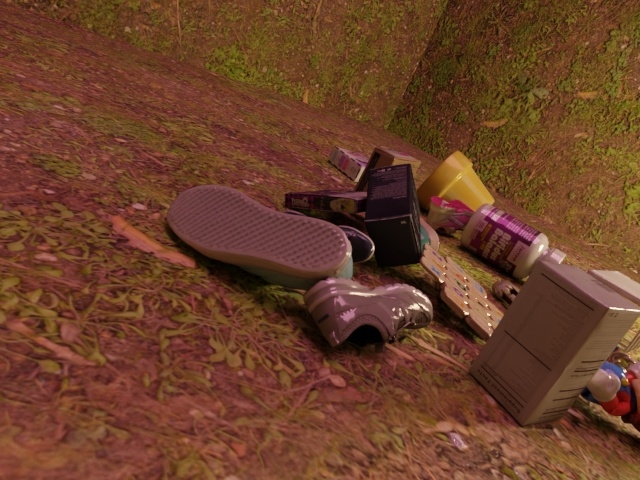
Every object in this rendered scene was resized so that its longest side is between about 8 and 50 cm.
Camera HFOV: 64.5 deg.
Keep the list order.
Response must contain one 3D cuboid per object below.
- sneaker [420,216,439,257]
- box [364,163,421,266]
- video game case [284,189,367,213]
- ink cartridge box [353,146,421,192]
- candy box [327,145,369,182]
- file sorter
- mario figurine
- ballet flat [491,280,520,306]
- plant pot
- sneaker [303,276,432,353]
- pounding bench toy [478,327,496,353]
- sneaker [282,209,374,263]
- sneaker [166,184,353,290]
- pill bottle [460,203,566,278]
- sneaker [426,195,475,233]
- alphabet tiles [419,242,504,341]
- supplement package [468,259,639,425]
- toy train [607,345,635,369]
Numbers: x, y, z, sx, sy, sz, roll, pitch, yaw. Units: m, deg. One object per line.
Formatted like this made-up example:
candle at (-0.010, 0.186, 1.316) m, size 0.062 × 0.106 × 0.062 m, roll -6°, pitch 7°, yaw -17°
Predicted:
sneaker at (0.205, -0.045, 1.408) m, size 0.120 × 0.108 × 0.302 m, roll 10°, pitch 19°, yaw -24°
box at (0.178, -0.062, 1.222) m, size 0.108 × 0.153 × 0.207 m, roll -7°, pitch 39°, yaw 16°
video game case at (0.051, -0.108, 1.368) m, size 0.210 × 0.042 × 0.232 m, roll 8°, pitch 11°, yaw 26°
ink cartridge box at (0.222, -0.205, 1.705) m, size 0.088 × 0.193 × 0.234 m, roll 35°, pitch 21°, yaw 25°
candy box at (0.151, -0.293, 2.026) m, size 0.164 × 0.070 × 0.196 m, roll 7°, pitch 27°, yaw -41°
file sorter at (0.849, 0.206, 1.443) m, size 0.277 × 0.173 × 0.192 m, roll 4°, pitch 27°, yaw -46°
mario figurine at (0.579, 0.261, 0.974) m, size 0.320 × 0.170 × 0.198 m, roll 24°, pitch 53°, yaw 20°
ballet flat at (0.509, 0.148, 1.344) m, size 0.052 × 0.057 × 0.168 m, roll 47°, pitch 4°, yaw -35°
plant pot at (0.527, -0.176, 1.956) m, size 0.239 × 0.254 × 0.254 m, roll 45°, pitch 24°, yaw 11°
sneaker at (0.093, 0.142, 0.863) m, size 0.281 × 0.105 × 0.115 m, roll 9°, pitch 51°, yaw -38°
pounding bench toy at (0.359, 0.209, 1.008) m, size 0.083 × 0.065 × 0.052 m, roll 7°, pitch 27°, yaw -40°
sneaker at (-0.001, 0.002, 1.051) m, size 0.226 × 0.086 × 0.163 m, roll 17°, pitch 8°, yaw 6°
sneaker at (-0.111, 0.016, 0.909) m, size 0.365 × 0.135 × 0.150 m, roll 21°, pitch -27°, yaw 24°
pill bottle at (0.628, 0.020, 1.658) m, size 0.301 × 0.169 × 0.169 m, roll 34°, pitch 22°, yaw 26°
sneaker at (0.461, -0.080, 1.788) m, size 0.252 × 0.111 × 0.103 m, roll 8°, pitch 28°, yaw -34°
alphabet tiles at (0.334, 0.125, 1.172) m, size 0.278 × 0.021 × 0.284 m, roll 42°, pitch 20°, yaw 1°
supplement package at (0.395, 0.175, 0.871) m, size 0.133 × 0.244 × 0.139 m, roll 8°, pitch 26°, yaw -37°
toy train at (0.695, 0.276, 1.213) m, size 0.143 × 0.105 × 0.248 m, roll 29°, pitch 15°, yaw -31°
